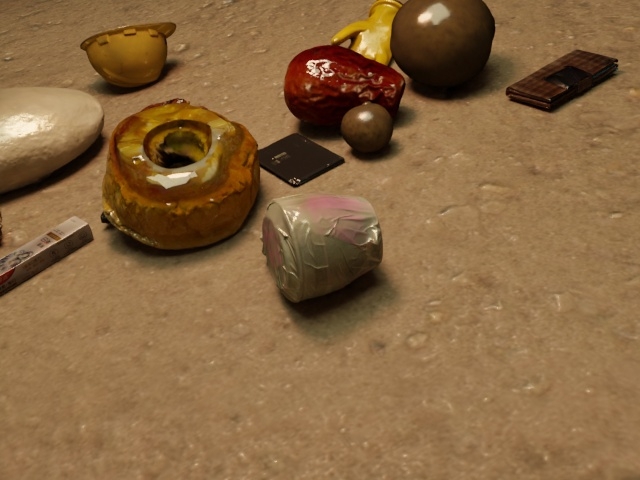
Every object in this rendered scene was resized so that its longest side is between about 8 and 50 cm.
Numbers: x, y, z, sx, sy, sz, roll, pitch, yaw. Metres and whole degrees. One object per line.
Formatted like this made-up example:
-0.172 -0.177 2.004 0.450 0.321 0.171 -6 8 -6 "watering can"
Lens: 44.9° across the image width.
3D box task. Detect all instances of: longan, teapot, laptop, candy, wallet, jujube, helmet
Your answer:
0.281 -0.456 1.732 0.248 0.248 0.248 -8 35 5 "longan"
0.093 -0.233 1.562 0.106 0.106 0.119 -10 56 2 "longan"
0.004 0.013 1.235 0.178 0.221 0.163 -12 73 -17 "teapot"
-0.052 -0.170 1.594 0.129 0.016 0.180 -30 40 -24 "laptop"
-0.708 -0.250 1.762 0.427 0.186 0.386 -15 31 -12 "candy"
0.519 -0.348 1.659 0.230 0.042 0.124 -29 36 -26 "wallet"
0.050 -0.326 1.666 0.255 0.190 0.190 14 39 6 "jujube"
-0.495 -0.481 2.057 0.257 0.140 0.205 -13 1 -19 "helmet"

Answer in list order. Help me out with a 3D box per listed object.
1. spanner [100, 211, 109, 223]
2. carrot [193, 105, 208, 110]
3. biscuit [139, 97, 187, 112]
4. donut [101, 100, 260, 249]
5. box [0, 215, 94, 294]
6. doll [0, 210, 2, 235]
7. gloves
-0.339 -0.129 1.596 0.096 0.040 0.325 11 39 28 "spanner"
-0.352 -0.285 1.819 0.191 0.047 0.047 -5 35 13 "carrot"
-0.373 -0.250 1.732 0.192 0.049 0.192 -22 41 20 "biscuit"
-0.259 -0.136 1.456 0.330 0.159 0.330 5 42 -4 "donut"
-0.526 0.029 1.426 0.055 0.039 0.218 24 48 38 "box"
-0.717 -0.005 1.482 0.221 0.115 0.105 -35 51 -20 "doll"
0.120 -0.483 1.925 0.133 0.116 0.294 4 43 33 "gloves"
